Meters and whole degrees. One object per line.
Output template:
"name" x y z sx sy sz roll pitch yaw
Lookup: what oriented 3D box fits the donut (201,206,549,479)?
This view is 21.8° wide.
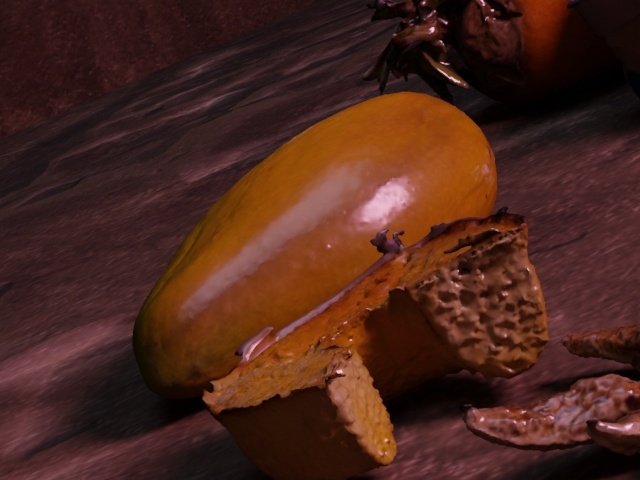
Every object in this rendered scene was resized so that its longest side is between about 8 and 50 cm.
"donut" 0.027 0.057 0.823 0.181 0.078 0.146 -37 12 -27

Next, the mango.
"mango" 0.000 0.000 1.041 0.317 0.119 0.176 -38 24 -31

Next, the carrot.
"carrot" 0.196 -0.231 1.476 0.331 0.214 0.193 -28 12 -18

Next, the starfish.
"starfish" 0.174 0.046 0.702 0.236 0.062 0.277 -8 15 47

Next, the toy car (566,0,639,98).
"toy car" 0.390 -0.233 1.274 0.336 0.226 0.242 -44 5 -25
